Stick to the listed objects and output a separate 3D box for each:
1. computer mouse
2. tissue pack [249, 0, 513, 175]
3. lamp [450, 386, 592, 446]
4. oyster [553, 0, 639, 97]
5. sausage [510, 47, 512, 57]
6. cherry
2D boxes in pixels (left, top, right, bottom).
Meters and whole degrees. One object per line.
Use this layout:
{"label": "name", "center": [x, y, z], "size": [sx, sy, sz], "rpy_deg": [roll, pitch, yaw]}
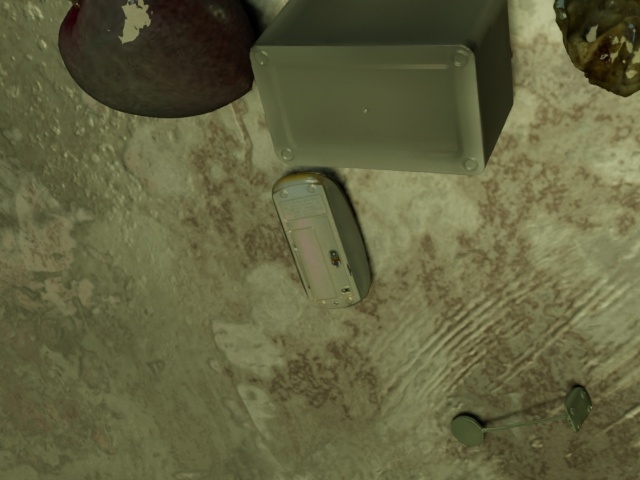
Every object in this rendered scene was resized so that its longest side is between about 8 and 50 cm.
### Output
{"label": "computer mouse", "center": [0.001, 0.000, 1.110], "size": [0.102, 0.045, 0.199], "rpy_deg": [-11, 111, 24]}
{"label": "tissue pack", "center": [0.070, -0.174, 0.912], "size": [0.246, 0.136, 0.159], "rpy_deg": [6, 132, 23]}
{"label": "lamp", "center": [0.269, 0.243, 1.148], "size": [0.198, 0.056, 0.050], "rpy_deg": [-19, 109, 39]}
{"label": "oyster", "center": [0.281, -0.304, 0.840], "size": [0.129, 0.078, 0.344], "rpy_deg": [-5, 117, 32]}
{"label": "sausage", "center": [0.145, -0.230, 0.946], "size": [0.147, 0.035, 0.030], "rpy_deg": [21, 103, 11]}
{"label": "cherry", "center": [-0.196, -0.245, 0.979], "size": [0.266, 0.183, 0.213], "rpy_deg": [34, 138, -13]}
